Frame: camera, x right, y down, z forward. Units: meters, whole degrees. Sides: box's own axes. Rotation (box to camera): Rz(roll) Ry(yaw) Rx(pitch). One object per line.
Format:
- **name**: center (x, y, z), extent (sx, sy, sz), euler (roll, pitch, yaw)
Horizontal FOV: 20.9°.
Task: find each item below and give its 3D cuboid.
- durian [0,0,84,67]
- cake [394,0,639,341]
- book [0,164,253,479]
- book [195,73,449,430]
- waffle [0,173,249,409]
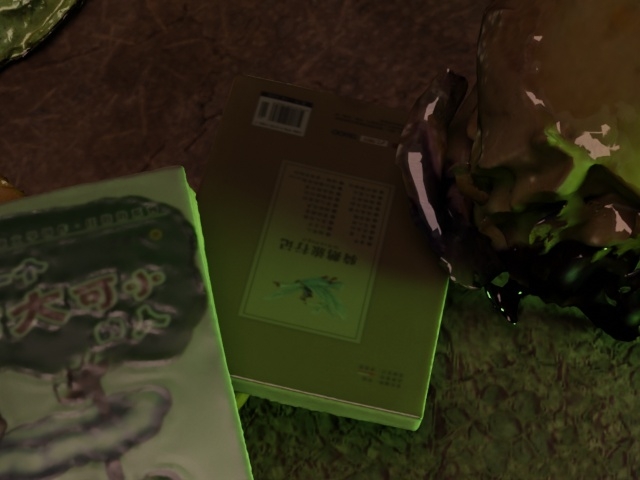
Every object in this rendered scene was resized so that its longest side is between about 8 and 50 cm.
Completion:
- **durian**: center (-0.355, -0.228, 1.548), extent (0.394, 0.163, 0.198), euler (-36, 67, -18)
- **cake**: center (0.239, -0.069, 1.341), extent (0.321, 0.332, 0.332), euler (-51, 61, 24)
- **book**: center (-0.186, 0.132, 1.250), extent (0.260, 0.043, 0.371), euler (-13, 62, -3)
- **book**: center (0.000, 0.000, 1.393), extent (0.217, 0.021, 0.310), euler (13, 51, 2)
- **waffle**: center (-0.238, 0.093, 1.398), extent (0.327, 0.098, 0.224), euler (35, 71, 21)
